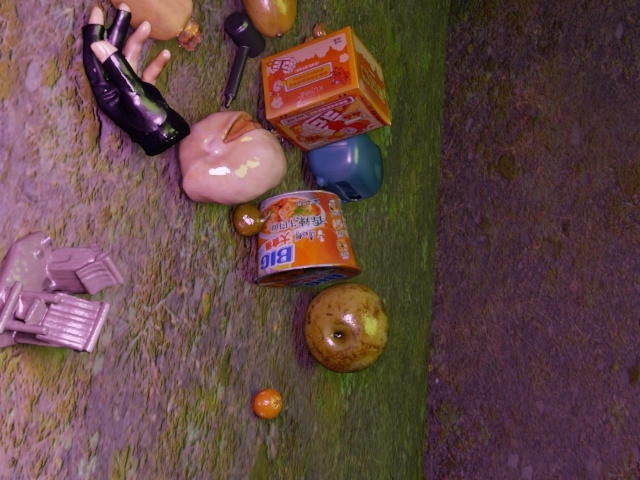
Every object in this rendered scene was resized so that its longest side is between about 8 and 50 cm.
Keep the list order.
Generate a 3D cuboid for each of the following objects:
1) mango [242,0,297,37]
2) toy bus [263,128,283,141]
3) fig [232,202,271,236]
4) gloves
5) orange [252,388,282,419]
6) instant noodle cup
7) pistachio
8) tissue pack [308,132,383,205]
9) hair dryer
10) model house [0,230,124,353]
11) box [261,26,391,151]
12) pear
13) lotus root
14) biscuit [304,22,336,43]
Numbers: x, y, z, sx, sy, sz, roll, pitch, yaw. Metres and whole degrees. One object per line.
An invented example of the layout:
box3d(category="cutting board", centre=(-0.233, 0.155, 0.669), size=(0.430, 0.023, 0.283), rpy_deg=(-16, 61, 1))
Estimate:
box3d(category="mango", centre=(-0.143, -0.702, 1.968), size=(0.195, 0.142, 0.332), rpy_deg=(28, 54, -69))
box3d(category="toy bus", centre=(-0.138, -0.295, 2.060), size=(0.110, 0.031, 0.043), rpy_deg=(-21, 113, -65))
box3d(category="fig", centre=(-0.176, -0.050, 1.865), size=(0.082, 0.098, 0.084), rpy_deg=(42, 61, -59))
box3d(category="gloves", centre=(-0.367, -0.310, 1.417), size=(0.197, 0.152, 0.301), rpy_deg=(-74, 150, -81))
box3d(category="orange", centre=(-0.138, 0.430, 1.923), size=(0.083, 0.070, 0.083), rpy_deg=(24, 63, -59))
box3d(category="instant noodle cup", centre=(-0.045, -0.002, 1.961), size=(0.296, 0.296, 0.214), rpy_deg=(22, 59, -63))
box3d(category="pistachio", centre=(-0.207, -0.183, 1.699), size=(0.309, 0.230, 0.230), rpy_deg=(-19, 104, -69))
box3d(category="tissue pack", centre=(0.086, -0.240, 2.342), size=(0.287, 0.198, 0.206), rpy_deg=(38, 51, -62))
box3d(category="hair dryer", centre=(-0.221, -0.457, 1.881), size=(0.114, 0.070, 0.248), rpy_deg=(46, 55, -57))
box3d(category="model house", centre=(-0.431, 0.099, 1.210), size=(0.122, 0.188, 0.229), rpy_deg=(79, 21, -55))
box3d(category="box", centre=(0.018, -0.416, 2.082), size=(0.259, 0.283, 0.214), rpy_deg=(29, 49, -61))
box3d(category="pear", centre=(0.082, 0.260, 2.203), size=(0.283, 0.283, 0.284), rpy_deg=(-3, 90, -66))
box3d(category="lotus root", centre=(-0.356, -0.508, 1.489), size=(0.146, 0.131, 0.303), rpy_deg=(-61, 146, -12))
box3d(category="biscuit", centre=(0.041, -0.589, 2.472), size=(0.376, 0.051, 0.269), rpy_deg=(24, 64, -63))
